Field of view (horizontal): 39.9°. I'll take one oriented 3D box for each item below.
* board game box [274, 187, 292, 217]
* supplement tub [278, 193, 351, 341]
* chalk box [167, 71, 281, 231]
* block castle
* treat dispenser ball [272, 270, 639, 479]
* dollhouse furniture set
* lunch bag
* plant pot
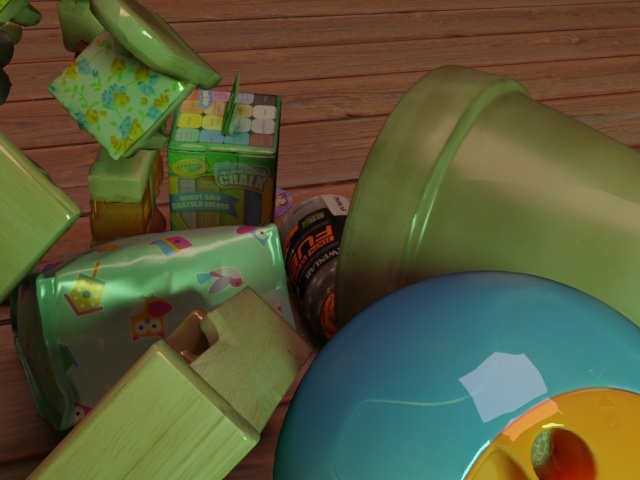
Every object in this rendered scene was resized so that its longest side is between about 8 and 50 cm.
[{"bbox_3d":[-0.124,-0.074,1.251,0.169,0.033,0.133,20,32,27],"label":"board game box"},{"bbox_3d":[0.025,0.037,0.981,0.117,0.117,0.190,-4,29,-15],"label":"supplement tub"},{"bbox_3d":[-0.119,-0.103,1.094,0.132,0.213,0.132,4,41,-2],"label":"chalk box"},{"bbox_3d":[-0.324,-0.151,0.941,0.303,0.453,0.213,4,36,0],"label":"block castle"},{"bbox_3d":[0.113,0.164,0.586,0.288,0.288,0.288,3,29,-2],"label":"treat dispenser ball"},{"bbox_3d":[-0.214,0.010,0.543,0.394,0.362,0.256,44,8,2],"label":"dollhouse furniture set"},{"bbox_3d":[-0.170,0.077,0.837,0.223,0.160,0.262,-12,1,-26],"label":"lunch bag"},{"bbox_3d":[0.211,0.027,0.802,0.280,0.323,0.323,19,32,28],"label":"plant pot"}]
